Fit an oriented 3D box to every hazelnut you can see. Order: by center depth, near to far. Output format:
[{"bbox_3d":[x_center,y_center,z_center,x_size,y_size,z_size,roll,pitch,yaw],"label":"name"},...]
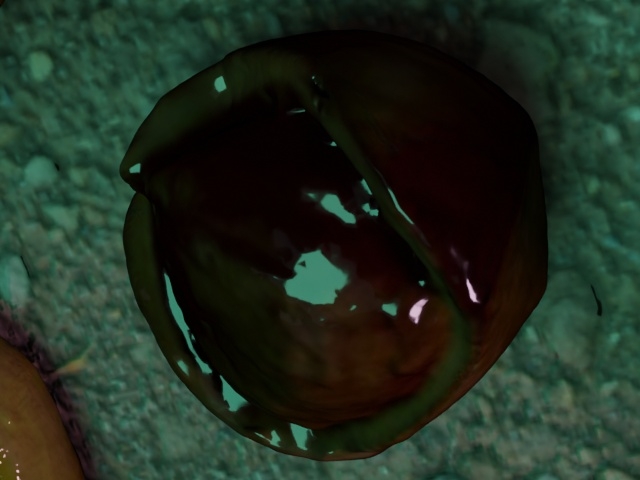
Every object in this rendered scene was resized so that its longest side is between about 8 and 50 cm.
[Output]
[{"bbox_3d":[0.006,0.005,0.771,0.170,0.160,0.202,53,124,30],"label":"hazelnut"}]

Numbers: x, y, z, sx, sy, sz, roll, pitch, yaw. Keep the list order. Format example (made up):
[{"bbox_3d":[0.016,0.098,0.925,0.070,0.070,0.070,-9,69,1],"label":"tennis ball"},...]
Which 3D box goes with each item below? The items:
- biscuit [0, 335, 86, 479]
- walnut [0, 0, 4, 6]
[{"bbox_3d":[-0.262,0.137,0.964,0.296,0.102,0.296,8,116,17],"label":"biscuit"},{"bbox_3d":[-0.243,-0.171,0.676,0.308,0.354,0.398,18,120,-19],"label":"walnut"}]
